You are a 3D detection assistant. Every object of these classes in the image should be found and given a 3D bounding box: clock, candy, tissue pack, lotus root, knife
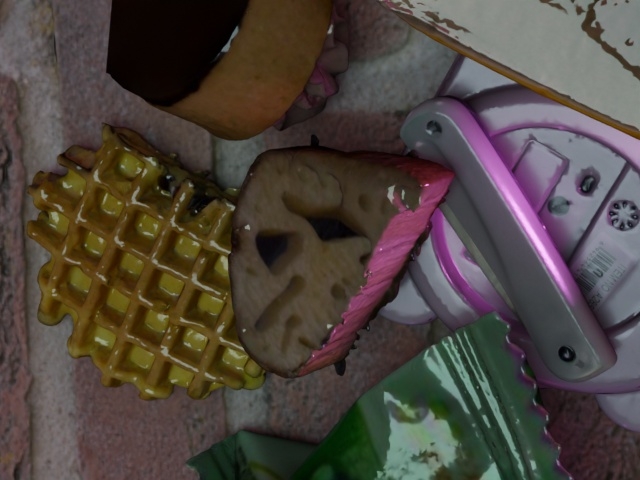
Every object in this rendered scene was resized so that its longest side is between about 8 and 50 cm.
[{"bbox_3d":[0.213,-0.008,1.500,0.322,0.113,0.295,30,108,6],"label":"clock"},{"bbox_3d":[0.074,0.239,1.528,0.398,0.172,0.263,-30,92,49],"label":"candy"},{"bbox_3d":[0.238,-0.229,1.301,0.293,0.382,0.228,28,111,8],"label":"tissue pack"},{"bbox_3d":[0.000,0.000,1.481,0.170,0.074,0.260,45,131,28],"label":"lotus root"},{"bbox_3d":[0.151,0.001,1.440,0.073,0.040,0.265,-31,95,30],"label":"knife"}]

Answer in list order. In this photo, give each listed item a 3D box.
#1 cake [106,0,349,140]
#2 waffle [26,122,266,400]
[{"bbox_3d":[-0.059,-0.176,1.524,0.208,0.178,0.185,20,87,45],"label":"cake"},{"bbox_3d":[-0.139,0.019,1.630,0.309,0.065,0.283,-18,97,17],"label":"waffle"}]
